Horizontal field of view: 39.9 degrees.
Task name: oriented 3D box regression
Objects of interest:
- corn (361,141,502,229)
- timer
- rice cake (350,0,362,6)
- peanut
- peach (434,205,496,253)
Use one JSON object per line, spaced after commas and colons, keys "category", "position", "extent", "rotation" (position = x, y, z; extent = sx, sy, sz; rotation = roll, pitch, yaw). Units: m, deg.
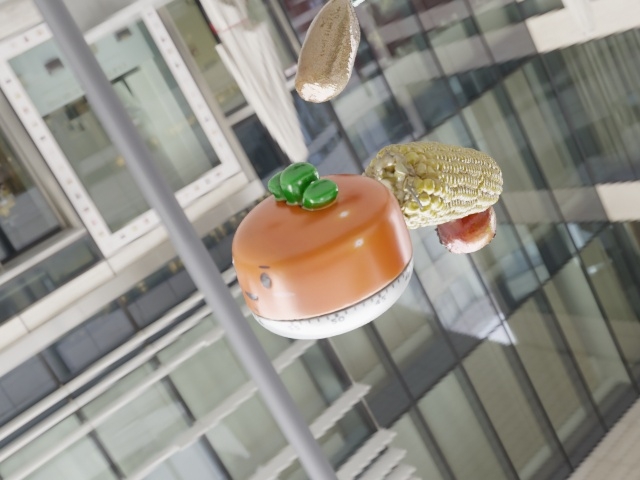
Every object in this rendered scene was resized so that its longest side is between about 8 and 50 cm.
{"category": "corn", "position": [0.156, -0.074, 1.121], "extent": [0.106, 0.106, 0.305], "rotation": [-17, 176, 33]}
{"category": "timer", "position": [0.000, 0.000, 0.628], "extent": [0.136, 0.136, 0.099], "rotation": [-33, -138, -17]}
{"category": "rice cake", "position": [0.041, -0.459, 1.284], "extent": [0.124, 0.211, 0.038], "rotation": [-36, -176, -1]}
{"category": "peanut", "position": [0.012, -0.257, 1.177], "extent": [0.152, 0.076, 0.076], "rotation": [-71, -161, 3]}
{"category": "peach", "position": [0.209, -0.032, 1.288], "extent": [0.098, 0.061, 0.098], "rotation": [-5, -120, 9]}
